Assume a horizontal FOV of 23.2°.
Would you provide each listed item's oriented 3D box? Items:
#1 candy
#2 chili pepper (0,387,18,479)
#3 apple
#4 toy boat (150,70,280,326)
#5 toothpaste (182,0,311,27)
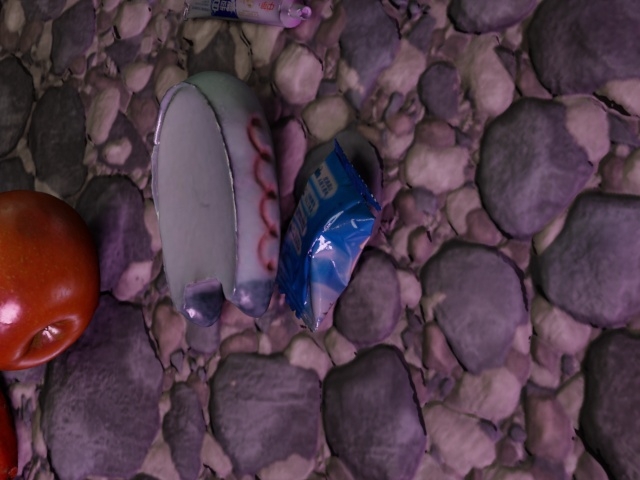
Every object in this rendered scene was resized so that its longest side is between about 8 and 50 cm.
[{"bbox_3d":[0.000,0.000,1.200,0.088,0.038,0.136,56,129,41],"label":"candy"},{"bbox_3d":[-0.331,0.175,1.487,0.169,0.065,0.088,51,118,36],"label":"chili pepper"},{"bbox_3d":[-0.271,0.038,1.386,0.163,0.163,0.139,-40,65,33],"label":"apple"},{"bbox_3d":[-0.076,-0.036,1.272,0.134,0.078,0.208,-18,77,55],"label":"toy boat"},{"bbox_3d":[-0.065,-0.200,1.319,0.170,0.028,0.045,18,101,48],"label":"toothpaste"}]
